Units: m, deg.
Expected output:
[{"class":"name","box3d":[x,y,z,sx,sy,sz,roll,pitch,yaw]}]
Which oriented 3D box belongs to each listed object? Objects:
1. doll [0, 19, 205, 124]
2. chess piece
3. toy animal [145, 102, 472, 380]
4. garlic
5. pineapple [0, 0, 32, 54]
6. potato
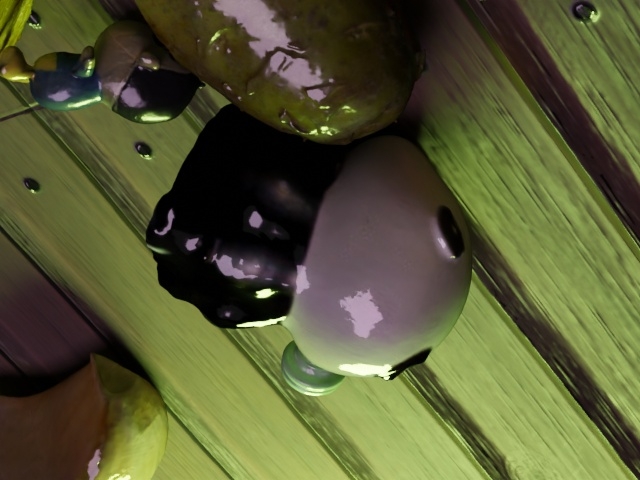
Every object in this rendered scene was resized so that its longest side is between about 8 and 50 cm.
[{"class":"doll","box3d":[-0.189,-0.151,1.564,0.179,0.089,0.102,10,-179,-6]},{"class":"chess piece","box3d":[0.004,0.098,1.762,0.067,0.067,0.103,25,132,4]},{"class":"toy animal","box3d":[0.003,-0.002,1.544,0.267,0.212,0.212,22,142,3]},{"class":"garlic","box3d":[-0.301,0.221,2.053,0.338,0.151,0.196,-9,102,47]},{"class":"pineapple","box3d":[-0.300,-0.256,1.463,0.158,0.161,0.334,35,144,-5]},{"class":"potato","box3d":[-0.049,-0.194,1.402,0.298,0.141,0.176,45,126,-10]}]
